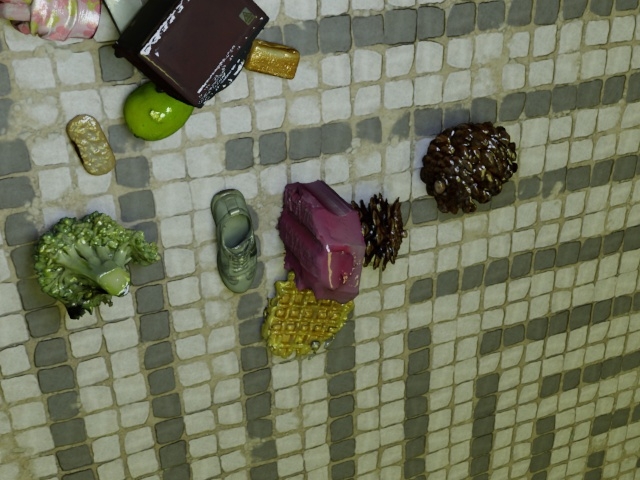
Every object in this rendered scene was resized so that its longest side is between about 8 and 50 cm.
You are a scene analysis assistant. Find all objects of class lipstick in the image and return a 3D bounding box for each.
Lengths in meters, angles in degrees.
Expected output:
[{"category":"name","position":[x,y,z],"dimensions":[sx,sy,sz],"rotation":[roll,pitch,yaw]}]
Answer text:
[{"category":"lipstick","position":[-0.402,-0.489,1.622],"dimensions":[0.068,0.066,0.317],"rotation":[-29,124,-9]}]

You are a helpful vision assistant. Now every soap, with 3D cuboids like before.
[{"category":"soap","position":[0.000,0.000,1.907],"dimensions":[0.127,0.325,0.220],"rotation":[0,113,-20]}]

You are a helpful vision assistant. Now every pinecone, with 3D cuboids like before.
[{"category":"pinecone","position":[0.121,-0.025,2.040],"dimensions":[0.208,0.208,0.207],"rotation":[-11,119,-20]},{"category":"pinecone","position":[0.372,-0.191,2.047],"dimensions":[0.272,0.224,0.224],"rotation":[-34,127,-29]}]

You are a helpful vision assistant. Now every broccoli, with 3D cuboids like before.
[{"category":"broccoli","position":[-0.476,0.069,1.770],"dimensions":[0.263,0.243,0.247],"rotation":[11,97,-34]}]

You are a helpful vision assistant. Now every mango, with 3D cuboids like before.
[{"category":"mango","position":[-0.335,-0.288,1.740],"dimensions":[0.178,0.100,0.119],"rotation":[-42,123,-9]}]

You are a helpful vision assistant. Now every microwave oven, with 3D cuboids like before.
[{"category":"microwave oven","position":[-0.251,-0.403,1.599],"dimensions":[0.188,0.178,0.247],"rotation":[39,85,-38]}]

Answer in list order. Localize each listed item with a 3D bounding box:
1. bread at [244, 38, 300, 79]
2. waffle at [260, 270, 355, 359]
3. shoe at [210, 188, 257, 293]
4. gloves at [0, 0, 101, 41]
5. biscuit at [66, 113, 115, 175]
[{"category":"bread","position":[-0.110,-0.402,1.811],"dimensions":[0.132,0.053,0.074],"rotation":[5,117,-27]},{"category":"waffle","position":[-0.038,0.180,2.145],"dimensions":[0.280,0.060,0.262],"rotation":[-34,121,-7]},{"category":"shoe","position":[-0.201,0.015,1.960],"dimensions":[0.103,0.098,0.275],"rotation":[-16,122,-12]},{"category":"gloves","position":[-0.546,-0.462,1.543],"dimensions":[0.241,0.126,0.145],"rotation":[7,115,-34]},{"category":"biscuit","position":[-0.493,-0.204,1.759],"dimensions":[0.071,0.018,0.147],"rotation":[-27,122,-13]}]
